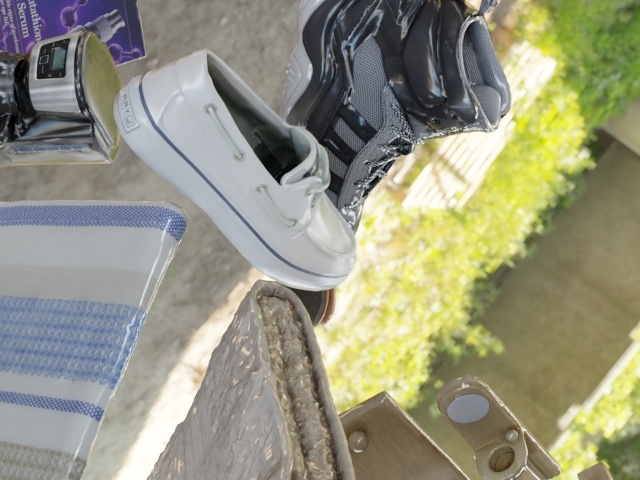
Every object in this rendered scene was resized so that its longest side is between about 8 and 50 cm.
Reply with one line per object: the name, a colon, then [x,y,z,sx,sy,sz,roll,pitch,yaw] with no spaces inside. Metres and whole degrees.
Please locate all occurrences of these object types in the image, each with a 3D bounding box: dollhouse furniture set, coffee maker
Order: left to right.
coffee maker: [-0.278,-0.126,1.103,0.171,0.178,0.120,36,52,-82]
dollhouse furniture set: [0.089,0.160,0.634,0.144,0.151,0.123,-31,125,17]

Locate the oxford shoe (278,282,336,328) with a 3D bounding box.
oxford shoe: [0.000,0.000,1.125,0.076,0.212,0.076,24,132,-29]

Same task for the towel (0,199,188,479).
towel: [-0.206,0.096,0.731,0.034,0.209,0.285,49,50,-45]

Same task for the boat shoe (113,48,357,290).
boat shoe: [-0.030,-0.038,0.753,0.075,0.083,0.226,-26,142,26]

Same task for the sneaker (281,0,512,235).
sneaker: [0.051,-0.074,0.867,0.101,0.153,0.269,-23,127,-60]

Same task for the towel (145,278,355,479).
towel: [-0.047,0.162,0.577,0.187,0.049,0.282,-60,-158,21]

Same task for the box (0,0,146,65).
box: [-0.310,-0.254,1.288,0.207,0.108,0.153,-28,120,-40]
